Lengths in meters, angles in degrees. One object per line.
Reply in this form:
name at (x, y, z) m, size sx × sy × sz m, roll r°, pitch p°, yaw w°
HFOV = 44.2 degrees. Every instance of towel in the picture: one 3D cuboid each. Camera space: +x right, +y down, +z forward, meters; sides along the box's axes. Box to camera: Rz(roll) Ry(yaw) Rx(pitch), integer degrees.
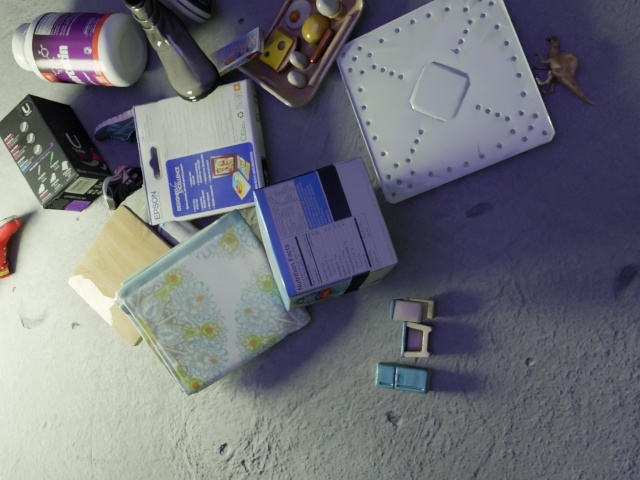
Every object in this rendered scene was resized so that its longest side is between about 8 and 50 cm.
towel at (-0.260, 0.151, 1.860) m, size 0.374 × 0.090 × 0.320 m, roll -33°, pitch 98°, yaw 9°

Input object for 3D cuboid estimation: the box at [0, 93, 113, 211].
box at (-0.686, -0.224, 2.045) m, size 0.143 × 0.165 × 0.270 m, roll -39°, pitch 76°, yaw 16°

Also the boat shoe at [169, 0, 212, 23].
boat shoe at (-0.368, -0.765, 1.941) m, size 0.156 × 0.187 × 0.500 m, roll -28°, pitch 73°, yaw 23°

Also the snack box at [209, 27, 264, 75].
snack box at (-0.203, -0.447, 1.891) m, size 0.178 × 0.022 × 0.064 m, roll -16°, pitch 65°, yaw 40°

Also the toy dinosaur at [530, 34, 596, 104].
toy dinosaur at (0.504, -0.351, 1.665) m, size 0.092 × 0.053 × 0.183 m, roll -28°, pitch 79°, yaw 16°

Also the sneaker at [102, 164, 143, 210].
sneaker at (-0.487, -0.141, 1.977) m, size 0.077 × 0.178 × 0.072 m, roll -5°, pitch 127°, yaw 11°

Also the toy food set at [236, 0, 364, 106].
toy food set at (-0.057, -0.490, 1.832) m, size 0.220 × 0.092 × 0.306 m, roll 39°, pitch 103°, yaw 31°

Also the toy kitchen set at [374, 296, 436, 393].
toy kitchen set at (0.170, 0.228, 1.707) m, size 0.122 × 0.166 × 0.207 m, roll 4°, pitch 89°, yaw 20°

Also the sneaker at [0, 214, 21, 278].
sneaker at (-0.891, 0.048, 2.164) m, size 0.118 × 0.107 × 0.279 m, roll 41°, pitch 106°, yaw -2°

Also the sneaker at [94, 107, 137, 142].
sneaker at (-0.512, -0.283, 2.040) m, size 0.166 × 0.065 × 0.076 m, roll -21°, pitch 85°, yaw 20°

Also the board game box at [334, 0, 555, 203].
board game box at (0.269, -0.327, 1.753) m, size 0.390 × 0.050 × 0.390 m, roll -22°, pitch 81°, yaw 18°

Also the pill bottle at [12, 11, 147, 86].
pill bottle at (-0.621, -0.492, 2.023) m, size 0.323 × 0.181 × 0.181 m, roll 6°, pitch 90°, yaw 21°

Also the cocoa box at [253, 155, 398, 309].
cocoa box at (0.000, 0.000, 1.654) m, size 0.228 × 0.347 × 0.231 m, roll -18°, pitch 82°, yaw -5°

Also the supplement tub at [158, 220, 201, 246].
supplement tub at (-0.344, -0.017, 1.960) m, size 0.107 × 0.071 × 0.071 m, roll 37°, pitch 100°, yaw 19°

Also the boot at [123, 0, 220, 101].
boot at (-0.373, -0.485, 1.854) m, size 0.118 × 0.223 × 0.338 m, roll -38°, pitch 54°, yaw 0°

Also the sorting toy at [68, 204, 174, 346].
sorting toy at (-0.465, 0.087, 1.992) m, size 0.257 × 0.089 × 0.255 m, roll 40°, pitch 101°, yaw 18°

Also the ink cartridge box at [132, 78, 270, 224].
ink cartridge box at (-0.285, -0.209, 1.910) m, size 0.307 × 0.072 × 0.303 m, roll -10°, pitch 87°, yaw 19°
